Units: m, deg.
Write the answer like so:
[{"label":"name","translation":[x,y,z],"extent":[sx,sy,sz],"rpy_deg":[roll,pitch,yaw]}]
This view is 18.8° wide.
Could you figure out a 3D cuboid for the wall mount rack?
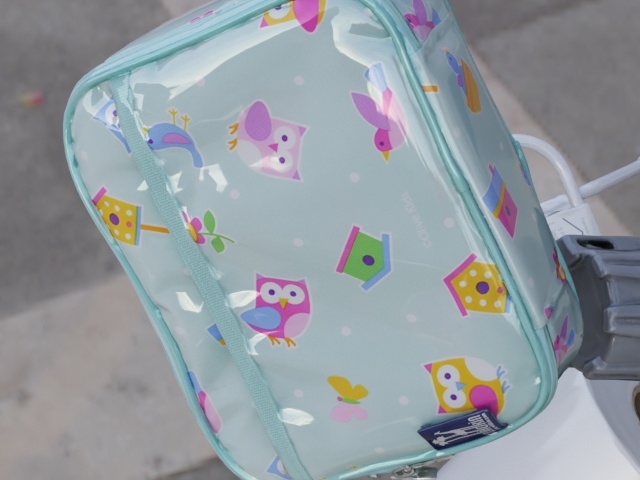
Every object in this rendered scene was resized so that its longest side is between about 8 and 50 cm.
[{"label":"wall mount rack","translation":[0.261,0.054,1.860],"extent":[0.304,0.350,0.130],"rpy_deg":[-21,0,-16]}]

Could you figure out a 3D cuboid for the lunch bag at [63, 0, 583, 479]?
[{"label":"lunch bag","translation":[0.000,0.000,1.035],"extent":[0.224,0.279,0.108],"rpy_deg":[-19,14,23]}]

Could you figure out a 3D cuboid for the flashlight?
[{"label":"flashlight","translation":[0.293,0.059,1.301],"extent":[0.304,0.103,0.103],"rpy_deg":[1,18,-31]}]

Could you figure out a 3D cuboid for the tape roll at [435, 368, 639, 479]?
[{"label":"tape roll","translation":[0.226,0.209,1.449],"extent":[0.169,0.246,0.246],"rpy_deg":[-47,36,23]}]
